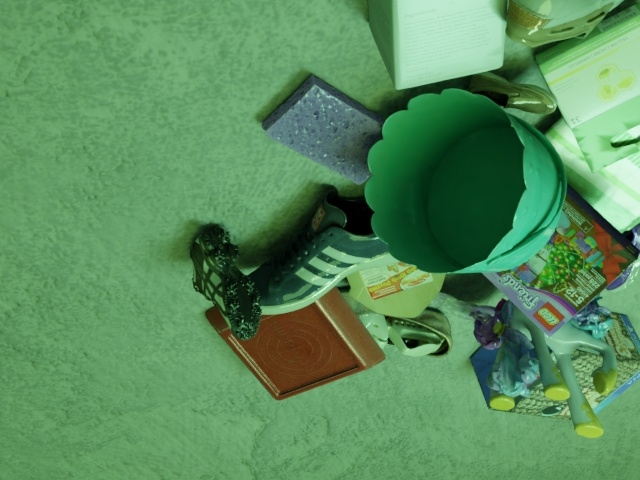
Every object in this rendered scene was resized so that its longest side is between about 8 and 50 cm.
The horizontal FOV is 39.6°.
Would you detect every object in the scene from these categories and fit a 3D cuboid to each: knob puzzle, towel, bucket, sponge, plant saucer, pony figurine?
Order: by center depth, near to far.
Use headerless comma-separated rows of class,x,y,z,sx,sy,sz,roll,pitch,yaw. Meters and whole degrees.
bucket,0.224,-0.078,1.349,0.281,0.281,0.183,-39,153,26
sponge,0.025,-0.167,1.381,0.210,0.031,0.117,25,127,-37
towel,0.523,-0.176,1.449,0.248,0.038,0.325,33,121,-16
knob puzzle,0.143,0.063,1.652,0.213,0.030,0.213,-1,121,-2
pony figurine,0.393,0.148,1.660,0.351,0.363,0.303,18,139,-12
plant saucer,-0.048,0.193,1.670,0.259,0.048,0.258,-23,121,22

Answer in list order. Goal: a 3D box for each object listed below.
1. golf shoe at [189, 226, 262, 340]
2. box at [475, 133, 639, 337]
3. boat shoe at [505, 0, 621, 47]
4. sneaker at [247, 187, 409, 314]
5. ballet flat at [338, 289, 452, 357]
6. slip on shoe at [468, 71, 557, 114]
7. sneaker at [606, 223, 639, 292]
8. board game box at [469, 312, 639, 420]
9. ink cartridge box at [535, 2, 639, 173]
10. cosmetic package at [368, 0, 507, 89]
golf shoe,-0.164,0.081,1.500,0.077,0.198,0.094,-7,163,-45
box,0.348,-0.010,1.477,0.201,0.293,0.057,-50,171,28
boat shoe,0.328,-0.326,1.163,0.302,0.113,0.103,-22,145,-45
sneaker,0.000,0.000,1.504,0.350,0.131,0.148,-26,130,5
ballet flat,0.134,0.171,1.739,0.316,0.106,0.107,11,133,-27
slip on shoe,0.290,-0.217,1.350,0.135,0.041,0.051,23,149,2
sneaker,0.599,0.028,1.765,0.071,0.068,0.170,14,125,-9
board game box,0.519,0.264,1.934,0.291,0.141,0.232,12,133,-27
ink cartridge box,0.456,-0.220,1.368,0.171,0.056,0.235,-26,115,17
cosmetic package,0.146,-0.323,1.147,0.151,0.151,0.184,-12,141,-4
